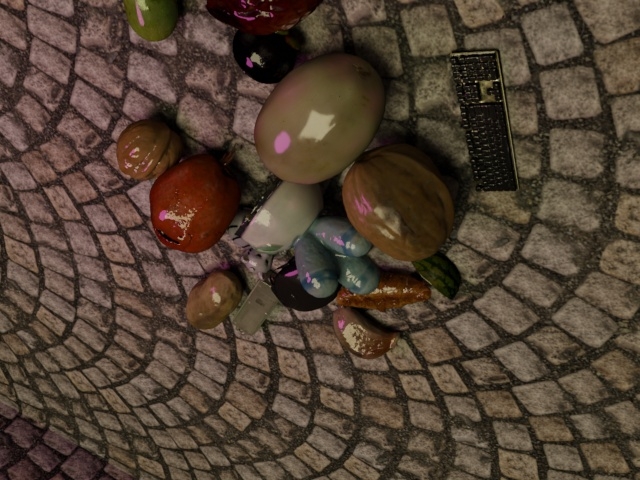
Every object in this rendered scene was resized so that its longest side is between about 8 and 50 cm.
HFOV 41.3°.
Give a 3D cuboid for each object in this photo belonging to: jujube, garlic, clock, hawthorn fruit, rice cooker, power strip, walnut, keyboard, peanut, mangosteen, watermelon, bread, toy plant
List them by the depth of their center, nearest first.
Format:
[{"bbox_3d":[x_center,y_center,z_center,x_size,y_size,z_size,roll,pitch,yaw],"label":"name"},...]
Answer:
[{"bbox_3d":[-0.109,-0.487,1.590,0.290,0.197,0.197,8,133,48],"label":"jujube"},{"bbox_3d":[0.321,-0.227,1.673,0.106,0.027,0.317,3,129,29],"label":"keyboard"},{"bbox_3d":[-0.104,-0.396,1.727,0.137,0.137,0.151,41,103,-7],"label":"mangosteen"},{"bbox_3d":[0.166,-0.078,1.760,0.261,0.225,0.225,42,137,-17],"label":"walnut"},{"bbox_3d":[0.000,0.000,1.918,0.332,0.247,0.247,39,138,0],"label":"toy plant"},{"bbox_3d":[0.273,0.068,1.958,0.163,0.087,0.069,43,100,-12],"label":"watermelon"},{"bbox_3d":[-0.281,-0.114,2.030,0.211,0.211,0.299,41,107,-6],"label":"hawthorn fruit"},{"bbox_3d":[0.155,0.119,2.045,0.233,0.076,0.105,-4,142,19],"label":"bread"},{"bbox_3d":[-0.417,-0.221,2.061,0.167,0.149,0.166,-6,140,-5],"label":"walnut"},{"bbox_3d":[-0.032,0.100,2.119,0.203,0.118,0.142,-18,117,40],"label":"rice cooker"},{"bbox_3d":[-0.173,0.006,2.123,0.080,0.117,0.176,-24,112,43],"label":"clock"},{"bbox_3d":[0.099,0.222,2.188,0.198,0.090,0.128,44,122,0],"label":"garlic"},{"bbox_3d":[-0.167,0.174,2.321,0.078,0.052,0.272,35,139,0],"label":"power strip"},{"bbox_3d":[-0.292,0.159,2.333,0.129,0.129,0.224,42,129,-8],"label":"peanut"}]

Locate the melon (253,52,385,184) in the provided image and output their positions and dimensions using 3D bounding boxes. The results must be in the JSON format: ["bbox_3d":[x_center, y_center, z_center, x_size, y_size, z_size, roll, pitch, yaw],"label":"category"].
[{"bbox_3d":[-0.005,-0.242,1.718,0.223,0.223,0.317,42,134,-8],"label":"melon"}]

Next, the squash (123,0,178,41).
[{"bbox_3d":[-0.361,-0.578,1.720,0.118,0.118,0.370,14,131,21],"label":"squash"}]

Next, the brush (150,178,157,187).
[{"bbox_3d":[-0.353,-0.125,2.198,0.205,0.011,0.083,15,133,20],"label":"brush"}]
